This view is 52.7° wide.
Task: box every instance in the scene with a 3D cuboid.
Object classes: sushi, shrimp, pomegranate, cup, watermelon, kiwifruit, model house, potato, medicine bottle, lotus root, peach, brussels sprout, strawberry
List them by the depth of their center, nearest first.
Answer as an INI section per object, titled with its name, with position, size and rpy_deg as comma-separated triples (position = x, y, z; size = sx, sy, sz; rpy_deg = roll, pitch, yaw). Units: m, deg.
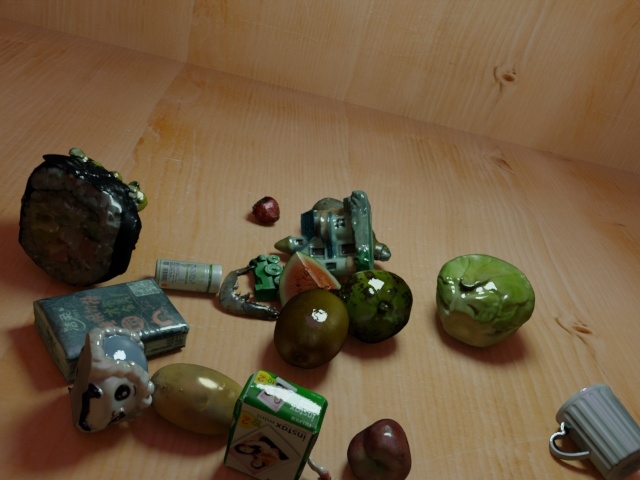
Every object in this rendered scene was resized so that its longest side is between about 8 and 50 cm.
[potato]
position = -0.277, 0.359, 1.468
size = 0.234, 0.146, 0.150
rpy_deg = 16, 64, -2
[peach]
position = 0.137, 0.475, 1.473
size = 0.152, 0.152, 0.152
rpy_deg = 12, 32, -8
[cup]
position = 0.727, 0.520, 1.692
size = 0.167, 0.221, 0.202
rpy_deg = 36, 17, -43
[kiwifruit]
position = -0.026, 0.237, 1.714
size = 0.196, 0.196, 0.234
rpy_deg = 22, 36, 8
[sushi]
position = -0.630, -0.067, 1.791
size = 0.329, 0.327, 0.285
rpy_deg = 19, 21, 6
[medicine bottle]
position = -0.381, 0.102, 1.855
size = 0.184, 0.086, 0.086
rpy_deg = 8, 33, -15
[shrimp]
position = -0.190, 0.148, 1.857
size = 0.195, 0.035, 0.147
rpy_deg = 14, 67, -8
[pomegranate]
position = 0.148, 0.166, 1.889
size = 0.222, 0.204, 0.276
rpy_deg = 9, 32, -11
[watermelon]
position = -0.027, 0.133, 1.907
size = 0.137, 0.192, 0.145
rpy_deg = 10, 2, 31
[brussels sprout]
position = 0.512, 0.181, 2.013
size = 0.328, 0.247, 0.328
rpy_deg = -1, 34, 1
[model house]
position = 0.000, 0.000, 2.043
size = 0.325, 0.267, 0.194
rpy_deg = -5, -14, 10
[lotus root]
position = 0.093, -0.019, 2.204
size = 0.322, 0.158, 0.140
rpy_deg = 40, 48, 21
[strawberry]
position = -0.187, -0.104, 2.266
size = 0.106, 0.106, 0.106
rpy_deg = 12, 32, -8

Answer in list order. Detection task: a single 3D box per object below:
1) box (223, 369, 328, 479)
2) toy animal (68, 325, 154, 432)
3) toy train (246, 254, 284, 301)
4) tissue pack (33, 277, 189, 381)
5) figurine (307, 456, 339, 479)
[box]
position = -0.098, 0.403, 1.362
size = 0.180, 0.250, 0.103
rpy_deg = 21, 38, 5
[toy animal]
position = -0.450, 0.305, 1.404
size = 0.156, 0.208, 0.204
rpy_deg = 5, 30, -31
[toy train]
position = -0.162, 0.111, 1.963
size = 0.105, 0.071, 0.178
rpy_deg = -6, 38, -14
[tissue pack]
position = -0.519, 0.207, 1.613
size = 0.316, 0.103, 0.228
rpy_deg = -11, 39, -38
[figurine]
position = 0.008, 0.522, 1.411
size = 0.047, 0.064, 0.109
rpy_deg = -38, 73, -26
